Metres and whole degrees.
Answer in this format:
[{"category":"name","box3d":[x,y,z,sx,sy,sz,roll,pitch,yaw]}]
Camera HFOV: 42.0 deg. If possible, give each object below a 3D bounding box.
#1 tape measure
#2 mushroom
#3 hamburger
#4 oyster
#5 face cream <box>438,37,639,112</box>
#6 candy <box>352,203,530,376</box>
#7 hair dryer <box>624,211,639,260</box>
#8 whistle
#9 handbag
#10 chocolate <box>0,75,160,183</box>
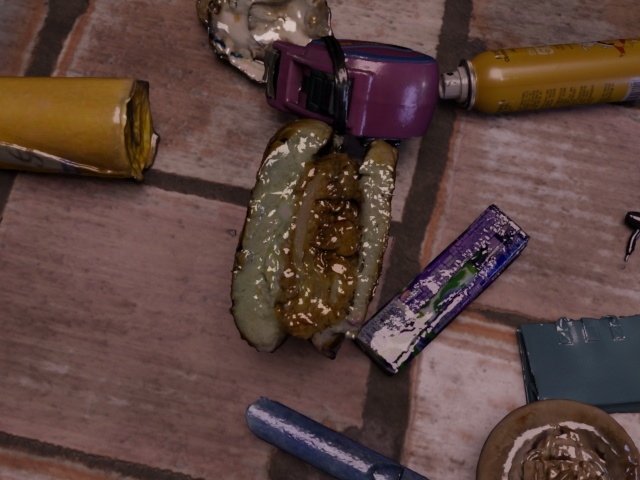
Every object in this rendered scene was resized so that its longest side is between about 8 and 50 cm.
[{"category":"tape measure","box3d":[0.058,-0.234,1.289,0.231,0.245,0.149,-1,111,-29]},{"category":"mushroom","box3d":[0.323,0.323,1.106,0.226,0.178,0.226,2,74,-6]},{"category":"hamburger","box3d":[0.000,0.000,1.163,0.195,0.277,0.318,13,94,3]},{"category":"oyster","box3d":[-0.082,-0.351,1.405,0.214,0.083,0.223,-22,89,-2]},{"category":"face cream","box3d":[0.370,-0.270,1.380,0.348,0.105,0.105,-6,69,-5]},{"category":"candy","box3d":[0.185,0.076,1.261,0.312,0.061,0.088,-41,77,-15]},{"category":"hair dryer","box3d":[0.513,0.001,1.329,0.079,0.031,0.083,27,84,-2]},{"category":"whistle","box3d":[0.033,0.307,1.166,0.304,0.062,0.062,26,70,7]},{"category":"handbag","box3d":[0.411,0.182,1.236,0.221,0.057,0.144,-3,65,-4]},{"category":"chocolate","box3d":[-0.487,-0.176,1.296,0.445,0.162,0.162,2,69,3]}]
